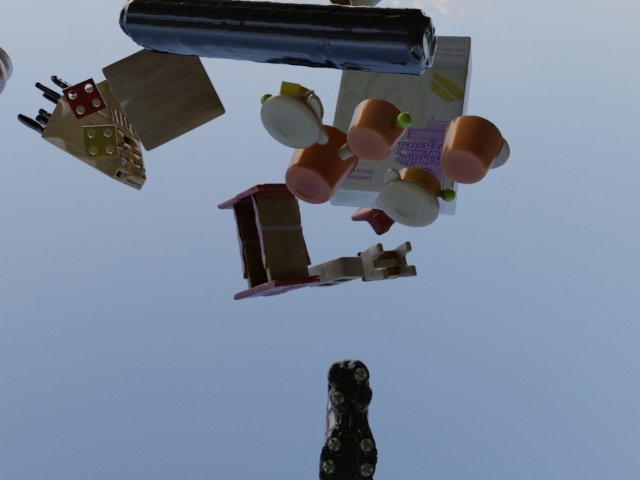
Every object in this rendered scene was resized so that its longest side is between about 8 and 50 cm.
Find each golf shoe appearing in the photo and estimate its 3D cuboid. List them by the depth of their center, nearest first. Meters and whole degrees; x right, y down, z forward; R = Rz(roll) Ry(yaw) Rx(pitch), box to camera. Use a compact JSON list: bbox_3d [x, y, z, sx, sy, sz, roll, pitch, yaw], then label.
[{"bbox_3d":[0.055,0.365,1.282,0.105,0.120,0.273,5,-105,1],"label":"golf shoe"}]

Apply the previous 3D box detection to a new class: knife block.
[{"bbox_3d":[-0.480,-0.199,1.325,0.088,0.242,0.276,27,-134,-64],"label":"knife block"}]

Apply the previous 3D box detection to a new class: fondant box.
[{"bbox_3d":[0.151,-0.223,1.276,0.238,0.096,0.330,5,-106,15],"label":"fondant box"}]

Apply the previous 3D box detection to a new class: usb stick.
[{"bbox_3d":[-0.039,-0.177,0.578,0.278,0.077,0.045,9,-91,18],"label":"usb stick"}]

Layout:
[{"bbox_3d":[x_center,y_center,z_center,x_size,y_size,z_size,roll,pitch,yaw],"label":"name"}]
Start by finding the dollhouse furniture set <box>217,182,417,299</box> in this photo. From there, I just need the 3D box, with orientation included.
[{"bbox_3d":[0.000,0.000,1.385,0.374,0.152,0.201,-2,-101,-38],"label":"dollhouse furniture set"}]

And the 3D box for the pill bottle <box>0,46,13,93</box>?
[{"bbox_3d":[-0.708,-0.321,1.348,0.121,0.121,0.216,25,-148,-10],"label":"pill bottle"}]

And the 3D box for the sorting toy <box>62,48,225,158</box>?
[{"bbox_3d":[-0.238,-0.217,0.997,0.274,0.046,0.132,-28,-69,-6],"label":"sorting toy"}]

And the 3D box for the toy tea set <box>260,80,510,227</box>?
[{"bbox_3d":[0.087,-0.131,0.929,0.336,0.200,0.124,15,-128,17],"label":"toy tea set"}]

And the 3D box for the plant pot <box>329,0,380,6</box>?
[{"bbox_3d":[0.116,-0.628,1.418,0.254,0.237,0.237,-32,-107,0],"label":"plant pot"}]
